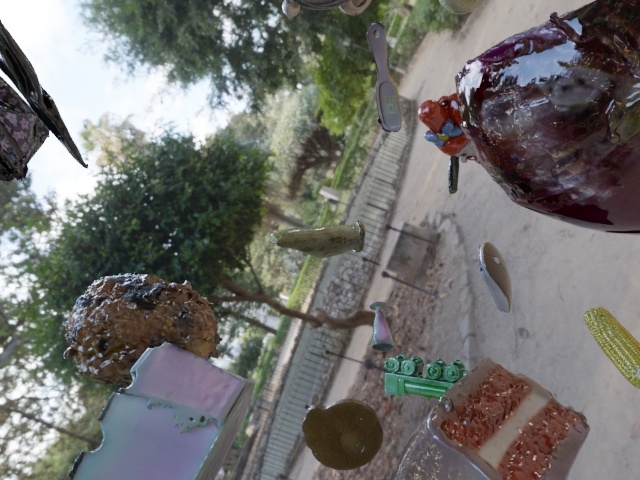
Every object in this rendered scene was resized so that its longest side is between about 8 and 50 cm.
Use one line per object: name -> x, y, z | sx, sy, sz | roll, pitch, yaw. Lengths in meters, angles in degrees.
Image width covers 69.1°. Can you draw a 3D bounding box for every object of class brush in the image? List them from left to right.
brush -> 0.185, -0.457, 1.309 | 0.067, 0.072, 0.312 | -55, -41, -41

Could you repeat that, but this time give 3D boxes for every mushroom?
mushroom -> 0.000, 0.003, 1.404 | 0.087, 0.333, 0.107 | 31, 122, 49

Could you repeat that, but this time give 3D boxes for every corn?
corn -> 0.614, 0.216, 0.950 | 0.206, 0.068, 0.067 | -101, 29, -53

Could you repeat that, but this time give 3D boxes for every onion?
onion -> 0.331, -0.132, 0.491 | 0.282, 0.337, 0.260 | -69, -43, -71

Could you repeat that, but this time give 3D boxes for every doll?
doll -> 0.362, -0.286, 1.180 | 0.161, 0.290, 0.129 | -40, 49, 27

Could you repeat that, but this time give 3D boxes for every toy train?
toy train -> 0.291, 0.386, 1.291 | 0.085, 0.251, 0.119 | 4, -94, -52

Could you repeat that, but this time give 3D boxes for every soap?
soap -> -0.241, 0.337, 0.771 | 0.261, 0.156, 0.446 | -56, -9, -37

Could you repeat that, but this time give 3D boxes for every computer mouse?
computer mouse -> 0.498, 0.106, 1.300 | 0.056, 0.245, 0.125 | -14, 44, 29

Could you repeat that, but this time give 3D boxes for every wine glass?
wine glass -> 0.200, 0.286, 1.559 | 0.073, 0.073, 0.155 | 115, 156, -54

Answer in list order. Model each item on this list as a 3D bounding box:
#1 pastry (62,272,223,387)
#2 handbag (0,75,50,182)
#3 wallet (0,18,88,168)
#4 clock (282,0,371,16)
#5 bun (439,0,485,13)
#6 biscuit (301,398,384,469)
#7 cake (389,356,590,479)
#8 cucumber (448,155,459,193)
pastry -> -0.481, 0.238, 1.242 | 0.337, 0.406, 0.292 | -45, -29, -73
handbag -> -0.708, -0.246, 0.996 | 0.207, 0.127, 0.228 | -94, -20, -48
wallet -> -0.524, -0.295, 0.799 | 0.041, 0.247, 0.323 | -38, -24, -20
clock -> -0.003, -0.324, 0.482 | 0.155, 0.229, 0.063 | -46, 47, 5
bun -> 0.218, -0.409, 0.706 | 0.069, 0.115, 0.115 | 59, 134, 48
biscuit -> 0.062, 0.499, 1.209 | 0.049, 0.208, 0.180 | -18, -92, -80
cake -> 0.302, 0.393, 0.837 | 0.309, 0.237, 0.230 | -18, -45, -47
cucumber -> 0.430, -0.217, 1.503 | 0.034, 0.033, 0.134 | -123, 32, -79
